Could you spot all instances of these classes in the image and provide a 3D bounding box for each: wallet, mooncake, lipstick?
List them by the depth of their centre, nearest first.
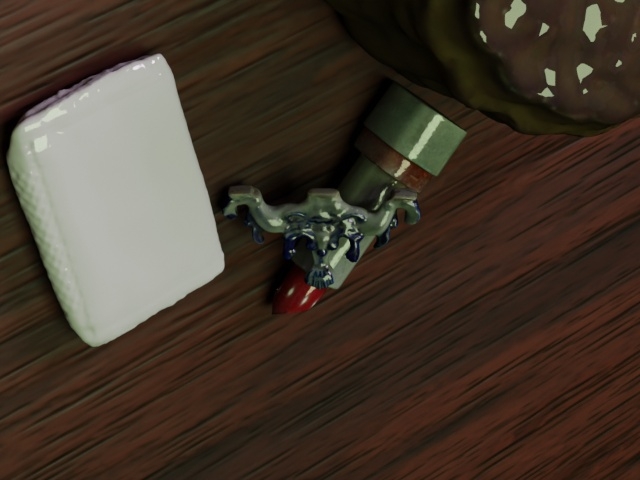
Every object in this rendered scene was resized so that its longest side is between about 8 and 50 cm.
[{"bbox_3d":[-0.132,-0.026,1.246,0.124,0.032,0.183,-31,126,-22],"label":"wallet"},{"bbox_3d":[0.161,-0.227,1.266,0.324,0.187,0.324,-15,120,-29],"label":"mooncake"},{"bbox_3d":[0.025,-0.019,1.358,0.057,0.063,0.186,29,100,-41],"label":"lipstick"}]

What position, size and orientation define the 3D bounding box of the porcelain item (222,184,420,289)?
[{"bbox_3d":[0.000,0.000,1.321,0.136,0.021,0.075,1,113,-2],"label":"porcelain item"}]
